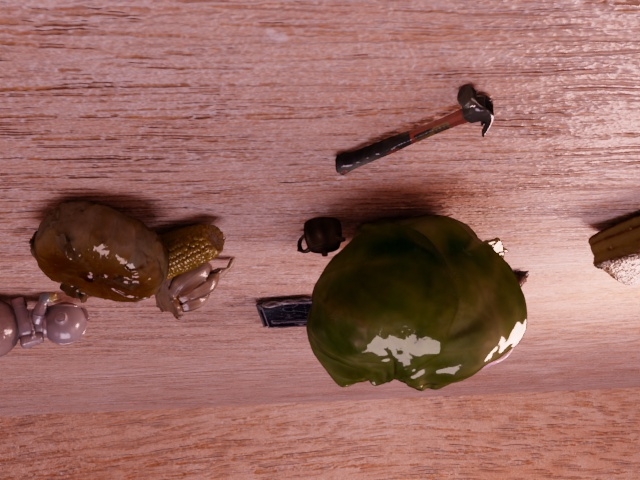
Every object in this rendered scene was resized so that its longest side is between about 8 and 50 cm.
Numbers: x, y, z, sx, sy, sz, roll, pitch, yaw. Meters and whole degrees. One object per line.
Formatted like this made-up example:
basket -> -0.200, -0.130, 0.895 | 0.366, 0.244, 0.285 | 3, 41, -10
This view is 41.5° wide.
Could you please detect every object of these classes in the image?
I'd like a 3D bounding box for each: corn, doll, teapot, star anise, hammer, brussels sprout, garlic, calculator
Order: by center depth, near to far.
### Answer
hammer -> 0.137, -0.159, 1.306 | 0.288, 0.033, 0.111 | -18, 156, 35
brussels sprout -> 0.172, 0.110, 1.622 | 0.426, 0.342, 0.361 | -9, 157, 7
corn -> -0.296, 0.029, 1.656 | 0.260, 0.091, 0.091 | -17, 122, 33
teapot -> 0.000, 0.000, 1.672 | 0.121, 0.068, 0.076 | -18, 156, 34
garlic -> -0.258, 0.074, 1.785 | 0.194, 0.127, 0.131 | -24, -164, -27
doll -> -0.693, 0.201, 1.994 | 0.287, 0.150, 0.151 | -3, 161, -13
star anise -> 0.464, 0.117, 2.130 | 0.124, 0.056, 0.129 | -24, 164, -5
calculator -> -0.083, 0.199, 2.281 | 0.166, 0.028, 0.274 | -5, 161, 0

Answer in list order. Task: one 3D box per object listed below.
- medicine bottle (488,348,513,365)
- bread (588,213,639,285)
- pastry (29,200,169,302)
medicine bottle -> 0.379, 0.276, 2.342 | 0.202, 0.202, 0.316 | 3, 159, -19
bread -> 0.712, 0.003, 1.791 | 0.234, 0.110, 0.184 | -23, 151, 38
pastry -> -0.396, 0.033, 1.532 | 0.236, 0.120, 0.257 | -7, 143, 34
